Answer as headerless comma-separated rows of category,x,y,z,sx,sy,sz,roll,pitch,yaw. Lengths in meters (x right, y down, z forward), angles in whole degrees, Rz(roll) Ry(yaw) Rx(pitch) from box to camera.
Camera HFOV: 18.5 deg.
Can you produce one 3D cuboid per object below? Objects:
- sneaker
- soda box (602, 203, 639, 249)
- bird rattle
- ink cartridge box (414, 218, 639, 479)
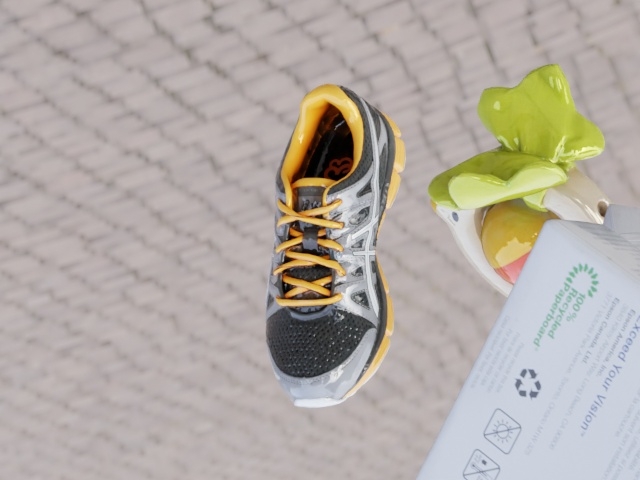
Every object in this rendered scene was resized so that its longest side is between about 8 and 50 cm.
sneaker,0.000,0.000,1.231,0.084,0.215,0.083,-3,155,19
soda box,0.216,0.109,1.143,0.091,0.286,0.098,6,133,-7
bird rattle,0.196,-0.009,1.558,0.207,0.253,0.143,-24,-151,58
ink cartridge box,0.121,0.141,0.702,0.045,0.224,0.223,2,121,-47
